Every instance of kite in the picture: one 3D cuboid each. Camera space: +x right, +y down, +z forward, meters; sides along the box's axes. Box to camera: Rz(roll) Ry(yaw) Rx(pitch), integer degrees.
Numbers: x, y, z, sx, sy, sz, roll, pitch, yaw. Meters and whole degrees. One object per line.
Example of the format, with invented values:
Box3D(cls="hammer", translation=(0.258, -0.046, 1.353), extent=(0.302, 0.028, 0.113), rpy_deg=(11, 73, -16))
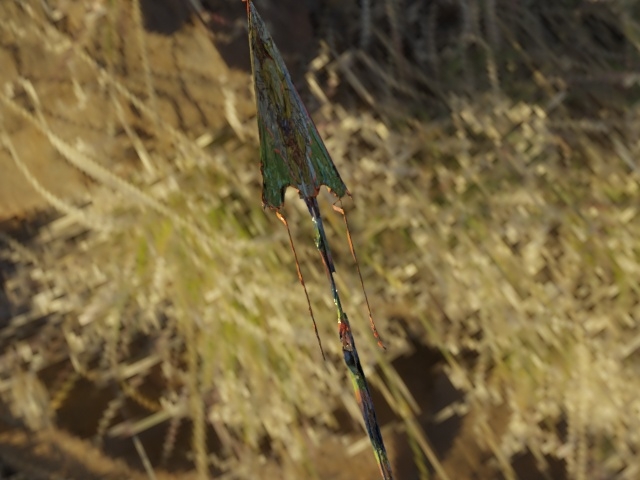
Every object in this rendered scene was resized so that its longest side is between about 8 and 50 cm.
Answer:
Box3D(cls="kite", translation=(0.000, 0.000, 0.915), extent=(0.006, 0.244, 0.198), rpy_deg=(-17, 175, 11))
